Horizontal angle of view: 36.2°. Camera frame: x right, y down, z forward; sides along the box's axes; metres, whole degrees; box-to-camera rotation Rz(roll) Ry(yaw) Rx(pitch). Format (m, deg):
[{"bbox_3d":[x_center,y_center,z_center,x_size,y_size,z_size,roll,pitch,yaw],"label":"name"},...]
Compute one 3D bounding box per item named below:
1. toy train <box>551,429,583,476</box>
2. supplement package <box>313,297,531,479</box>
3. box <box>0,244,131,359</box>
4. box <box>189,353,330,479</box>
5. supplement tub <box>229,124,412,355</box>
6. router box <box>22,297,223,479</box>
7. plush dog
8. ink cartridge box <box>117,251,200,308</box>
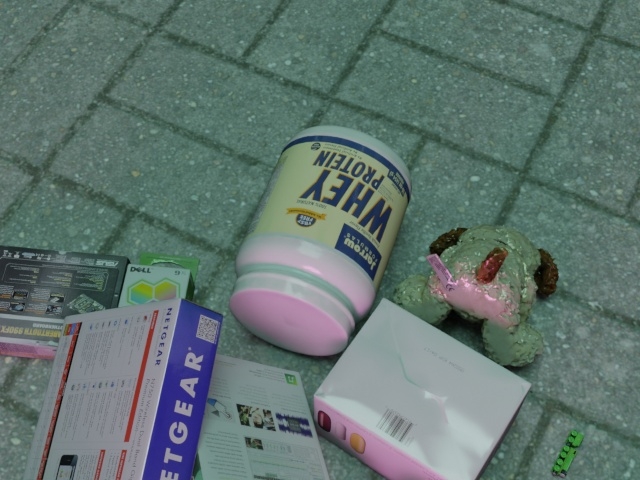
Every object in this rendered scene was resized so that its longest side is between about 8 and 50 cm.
[{"bbox_3d":[0.387,0.333,1.529,0.023,0.017,0.083,32,63,6],"label":"toy train"},{"bbox_3d":[0.150,0.257,1.500,0.262,0.145,0.204,30,63,18],"label":"supplement package"},{"bbox_3d":[-0.447,0.107,1.645,0.231,0.056,0.183,4,60,2],"label":"box"},{"bbox_3d":[-0.099,0.309,1.413,0.232,0.058,0.322,19,35,-33],"label":"box"},{"bbox_3d":[0.000,0.000,1.605,0.235,0.235,0.325,16,60,9],"label":"supplement tub"},{"bbox_3d":[-0.293,0.264,1.398,0.301,0.082,0.335,-10,62,44],"label":"router box"},{"bbox_3d":[0.277,0.049,1.622,0.262,0.211,0.225,22,35,11],"label":"plush dog"},{"bbox_3d":[-0.275,0.099,1.646,0.109,0.062,0.209,5,58,4],"label":"ink cartridge box"}]
